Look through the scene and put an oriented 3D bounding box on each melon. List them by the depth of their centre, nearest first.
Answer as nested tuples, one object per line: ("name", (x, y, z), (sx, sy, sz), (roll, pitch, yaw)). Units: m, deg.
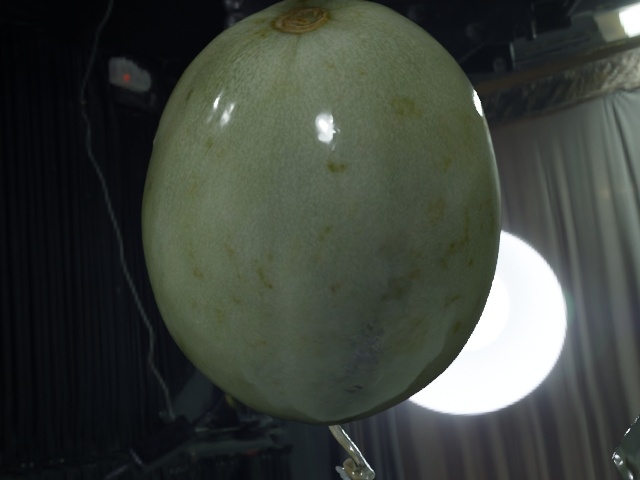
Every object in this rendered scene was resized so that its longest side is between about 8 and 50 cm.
("melon", (0.002, -0.013, 0.554), (0.271, 0.272, 0.308), (1, -44, -32))

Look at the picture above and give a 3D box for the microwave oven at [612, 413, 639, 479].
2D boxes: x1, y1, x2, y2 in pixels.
("microwave oven", (0.302, 0.143, 0.113), (0.374, 0.432, 0.236), (4, -53, -13))
